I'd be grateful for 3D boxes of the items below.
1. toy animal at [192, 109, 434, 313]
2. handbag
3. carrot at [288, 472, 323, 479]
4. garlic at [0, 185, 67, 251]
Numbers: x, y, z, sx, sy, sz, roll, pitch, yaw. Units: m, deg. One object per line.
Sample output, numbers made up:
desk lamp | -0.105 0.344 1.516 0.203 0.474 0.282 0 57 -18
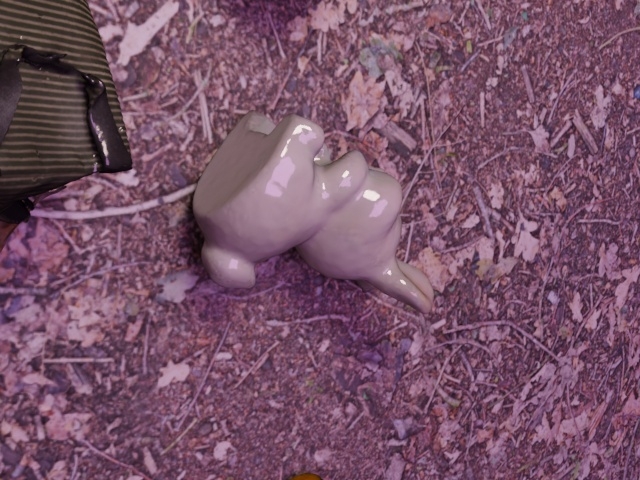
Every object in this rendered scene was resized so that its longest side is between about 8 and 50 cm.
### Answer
toy animal | 0.002 -0.010 1.037 0.368 0.196 0.241 25 92 -34
handbag | -0.332 -0.131 0.654 0.240 0.247 0.341 63 18 -1
carrot | -0.006 0.463 1.189 0.082 0.082 0.173 -31 119 -27
garlic | -0.440 -0.035 0.755 0.338 0.151 0.196 26 71 -37
